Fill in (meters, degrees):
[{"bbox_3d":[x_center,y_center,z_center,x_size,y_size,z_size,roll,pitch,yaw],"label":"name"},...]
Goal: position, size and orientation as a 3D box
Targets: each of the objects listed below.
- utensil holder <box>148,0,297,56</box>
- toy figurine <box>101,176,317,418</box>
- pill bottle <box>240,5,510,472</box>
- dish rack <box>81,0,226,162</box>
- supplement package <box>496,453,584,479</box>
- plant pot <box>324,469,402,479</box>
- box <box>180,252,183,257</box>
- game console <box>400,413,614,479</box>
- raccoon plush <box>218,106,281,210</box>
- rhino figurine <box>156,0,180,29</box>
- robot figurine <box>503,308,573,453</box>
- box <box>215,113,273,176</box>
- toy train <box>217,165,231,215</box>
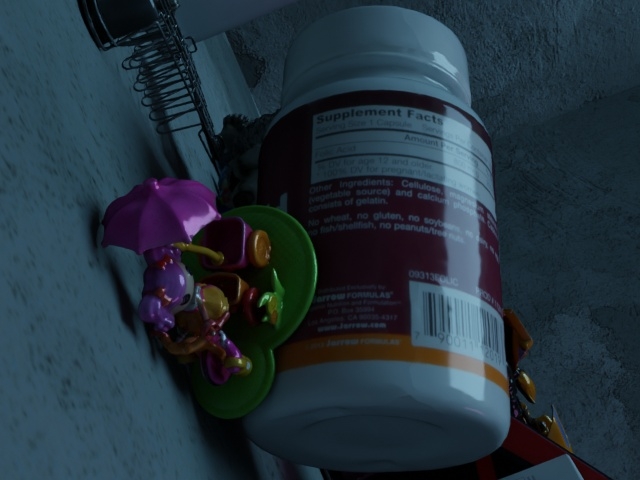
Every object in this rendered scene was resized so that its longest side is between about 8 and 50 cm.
[{"bbox_3d":[-0.102,-0.478,1.254,0.327,0.385,0.328,-20,90,-88],"label":"utensil holder"},{"bbox_3d":[-0.094,0.028,0.631,0.159,0.130,0.173,40,51,-59],"label":"toy figurine"},{"bbox_3d":[0.049,-0.006,0.817,0.224,0.224,0.392,66,23,-58],"label":"pill bottle"},{"bbox_3d":[-0.180,-0.215,0.966,0.271,0.074,0.208,70,2,-54],"label":"dish rack"},{"bbox_3d":[0.130,0.344,0.700,0.198,0.262,0.199,-107,176,-65],"label":"supplement package"},{"bbox_3d":[0.095,0.339,1.363,0.187,0.188,0.167,68,-10,-14],"label":"plant pot"},{"bbox_3d":[-0.097,0.077,0.855,0.201,0.021,0.164,44,25,-84],"label":"box"},{"bbox_3d":[0.216,0.325,0.974,0.342,0.060,0.387,24,-39,48],"label":"game console"},{"bbox_3d":[0.012,-0.020,1.158,0.446,0.216,0.299,1,75,-76],"label":"raccoon plush"},{"bbox_3d":[-0.221,-0.359,1.034,0.106,0.073,0.243,15,-43,44],"label":"rhino figurine"},{"bbox_3d":[0.218,0.194,1.026,0.211,0.085,0.291,159,-92,-83],"label":"robot figurine"},{"bbox_3d":[-0.061,-0.140,1.450,0.153,0.207,0.108,-104,173,-67],"label":"box"},{"bbox_3d":[-0.029,-0.090,1.265,0.143,0.248,0.105,-117,-176,-57],"label":"toy train"}]
